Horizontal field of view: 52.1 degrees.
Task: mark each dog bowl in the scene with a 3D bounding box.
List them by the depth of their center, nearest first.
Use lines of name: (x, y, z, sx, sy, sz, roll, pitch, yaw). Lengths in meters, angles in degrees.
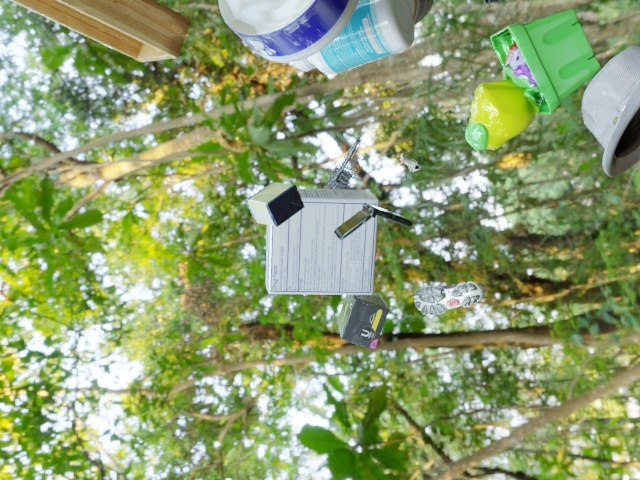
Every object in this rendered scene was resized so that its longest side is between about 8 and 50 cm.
dog bowl: (-0.061, -0.482, 1.244, 0.104, 0.265, 0.265, 26, -127, -56)

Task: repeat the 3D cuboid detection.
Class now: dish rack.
dish rack: (0.064, -0.191, 2.032, 0.074, 0.271, 0.208, 29, -117, -6)

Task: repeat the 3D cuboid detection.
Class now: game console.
game console: (0.089, -0.023, 1.127, 0.122, 0.107, 0.071, -115, 45, -81)

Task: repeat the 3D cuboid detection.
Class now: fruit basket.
fruit basket: (0.526, -0.431, 1.782, 0.283, 0.392, 0.392, 61, -151, -8)

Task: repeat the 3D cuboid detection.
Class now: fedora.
fedora: (0.600, -0.271, 1.281, 0.124, 0.244, 0.275, 44, 158, 30)

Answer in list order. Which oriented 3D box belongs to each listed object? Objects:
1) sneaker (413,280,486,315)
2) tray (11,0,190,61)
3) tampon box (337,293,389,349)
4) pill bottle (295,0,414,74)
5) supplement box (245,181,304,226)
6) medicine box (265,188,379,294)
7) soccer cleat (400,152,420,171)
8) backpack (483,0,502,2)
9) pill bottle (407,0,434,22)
sneaker: (0.296, 0.129, 1.488, 0.071, 0.170, 0.068, -7, -92, -61)
tray: (-0.429, -0.404, 1.021, 0.411, 0.203, 0.076, 19, -90, -33)
tampon box: (0.116, 0.211, 1.820, 0.161, 0.101, 0.120, -106, 34, -80)
pill bottle: (0.064, -0.459, 1.454, 0.146, 0.264, 0.146, 31, -126, -54)
supplement box: (-0.096, -0.078, 1.383, 0.083, 0.083, 0.056, -38, -60, -29)
medicine box: (0.000, 0.000, 1.764, 0.149, 0.289, 0.263, -110, 22, -75)
soccer cleat: (0.251, -0.219, 1.826, 0.083, 0.036, 0.029, 41, -128, -45)
backpack: (0.567, -0.865, 2.077, 0.152, 0.115, 0.182, 103, 167, -61)
pill bottle: (0.177, -0.602, 1.613, 0.181, 0.181, 0.323, 65, -148, -17)
